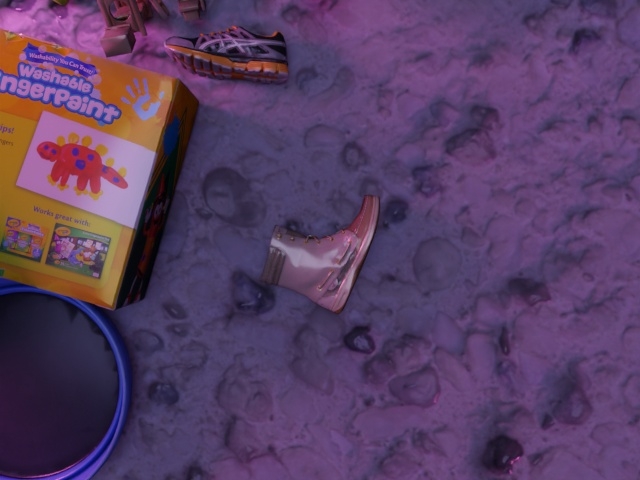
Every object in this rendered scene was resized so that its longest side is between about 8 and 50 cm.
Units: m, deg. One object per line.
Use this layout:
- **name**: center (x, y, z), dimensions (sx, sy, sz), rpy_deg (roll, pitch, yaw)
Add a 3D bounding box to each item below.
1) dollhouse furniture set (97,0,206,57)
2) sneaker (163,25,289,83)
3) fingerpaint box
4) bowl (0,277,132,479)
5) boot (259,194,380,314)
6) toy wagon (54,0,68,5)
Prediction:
- **dollhouse furniture set**: center (-0.271, -0.390, 0.906), dimensions (0.160, 0.182, 0.101), rpy_deg (-12, 129, -1)
- **sneaker**: center (-0.159, -0.326, 0.971), dimensions (0.214, 0.084, 0.083), rpy_deg (6, 87, -10)
- **fingerpaint box**: center (-0.471, -0.130, 0.923), dimensions (0.444, 0.163, 0.371), rpy_deg (15, 90, 0)
- **bowl**: center (-0.514, 0.253, 0.962), dimensions (0.390, 0.077, 0.392), rpy_deg (0, 89, 0)
- **boot**: center (0.000, 0.000, 0.966), dimensions (0.165, 0.077, 0.213), rpy_deg (22, 92, 2)
- **toy wagon**: center (-0.475, -0.575, 0.920), dimensions (0.344, 0.068, 0.267), rpy_deg (29, 93, -25)
